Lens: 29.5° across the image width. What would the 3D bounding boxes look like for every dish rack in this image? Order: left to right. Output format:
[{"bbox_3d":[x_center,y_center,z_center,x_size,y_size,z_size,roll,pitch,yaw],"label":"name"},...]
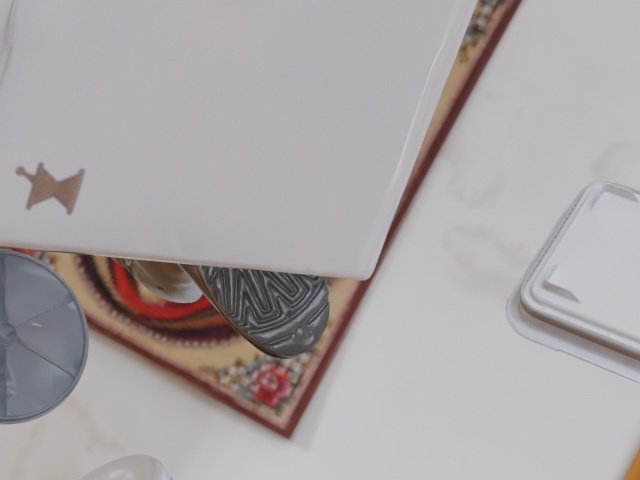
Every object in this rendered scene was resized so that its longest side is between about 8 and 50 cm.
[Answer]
[{"bbox_3d":[0.431,0.049,1.534,0.333,0.285,0.072,22,-37,23],"label":"dish rack"}]

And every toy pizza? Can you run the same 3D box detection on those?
[{"bbox_3d":[-0.357,0.108,1.359,0.201,0.201,0.032,29,-32,-22],"label":"toy pizza"}]

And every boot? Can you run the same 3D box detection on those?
[{"bbox_3d":[-0.172,0.035,1.710,0.367,0.146,0.445,55,-22,2],"label":"boot"}]

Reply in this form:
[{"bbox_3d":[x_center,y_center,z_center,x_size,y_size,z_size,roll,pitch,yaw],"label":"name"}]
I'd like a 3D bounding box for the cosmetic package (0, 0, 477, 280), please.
[{"bbox_3d":[-0.135,-0.206,0.901,0.327,0.329,0.394,7,22,-37],"label":"cosmetic package"}]

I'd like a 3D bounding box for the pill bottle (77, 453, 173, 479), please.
[{"bbox_3d":[-0.202,0.454,1.537,0.334,0.188,0.188,61,-10,-18],"label":"pill bottle"}]
